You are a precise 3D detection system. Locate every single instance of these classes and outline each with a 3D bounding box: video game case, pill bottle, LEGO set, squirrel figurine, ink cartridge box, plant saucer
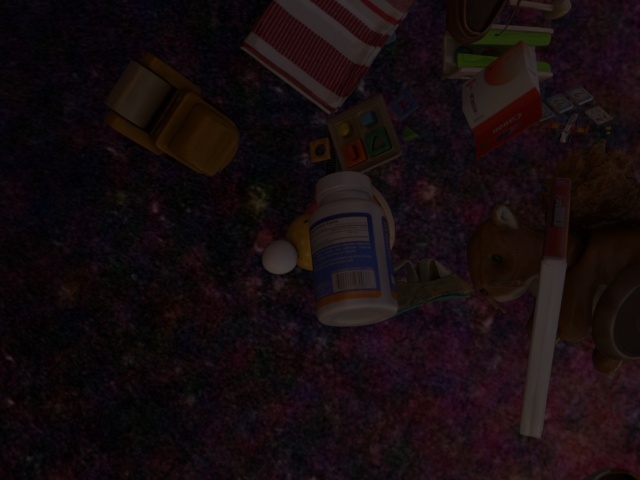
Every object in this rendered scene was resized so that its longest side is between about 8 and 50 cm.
[{"bbox_3d":[0.268,0.061,0.701,0.285,0.025,0.204,-44,137,-59],"label":"video game case"},{"bbox_3d":[0.056,0.014,1.130,0.152,0.152,0.272,21,56,-48],"label":"pill bottle"},{"bbox_3d":[0.777,-0.388,1.823,0.182,0.244,0.060,-22,138,2],"label":"LEGO set"},{"bbox_3d":[0.490,0.016,1.166,0.397,0.370,0.281,-64,167,-10],"label":"squirrel figurine"},{"bbox_3d":[0.318,-0.251,1.067,0.045,0.145,0.179,31,50,-25],"label":"ink cartridge box"},{"bbox_3d":[0.493,0.114,0.911,0.168,0.029,0.169,-7,111,-17],"label":"plant saucer"}]

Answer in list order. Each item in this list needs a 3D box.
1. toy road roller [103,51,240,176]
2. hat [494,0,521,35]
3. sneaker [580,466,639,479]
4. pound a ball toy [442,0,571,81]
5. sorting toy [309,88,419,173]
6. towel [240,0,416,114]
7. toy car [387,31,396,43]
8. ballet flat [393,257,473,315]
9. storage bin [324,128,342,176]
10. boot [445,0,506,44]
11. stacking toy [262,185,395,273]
[{"bbox_3d":[-0.347,-0.293,1.495,0.329,0.240,0.203,32,93,-41],"label":"toy road roller"},{"bbox_3d":[0.364,-0.465,0.984,0.183,0.173,0.208,-40,124,5],"label":"hat"},{"bbox_3d":[0.515,0.541,1.196,0.290,0.106,0.123,-30,159,-13],"label":"sneaker"},{"bbox_3d":[0.489,-0.531,1.584,0.319,0.135,0.208,-2,94,-13],"label":"pound a ball toy"},{"bbox_3d":[0.111,-0.287,1.642,0.047,0.347,0.196,6,65,-60],"label":"sorting toy"},{"bbox_3d":[0.025,-0.449,1.205,0.237,0.037,0.329,35,81,-5],"label":"towel"},{"bbox_3d":[0.164,-0.688,1.722,0.238,0.210,0.219,-36,115,-36],"label":"toy car"},{"bbox_3d":[0.218,0.097,1.329,0.348,0.123,0.123,-7,110,-38],"label":"ballet flat"},{"bbox_3d":[0.071,-0.252,1.829,0.084,0.122,0.180,-4,116,-14],"label":"storage bin"},{"bbox_3d":[0.174,-0.303,0.612,0.152,0.072,0.197,-68,163,-69],"label":"boot"},{"bbox_3d":[0.000,0.000,2.121,0.479,0.350,0.351,-29,124,-35],"label":"stacking toy"}]
